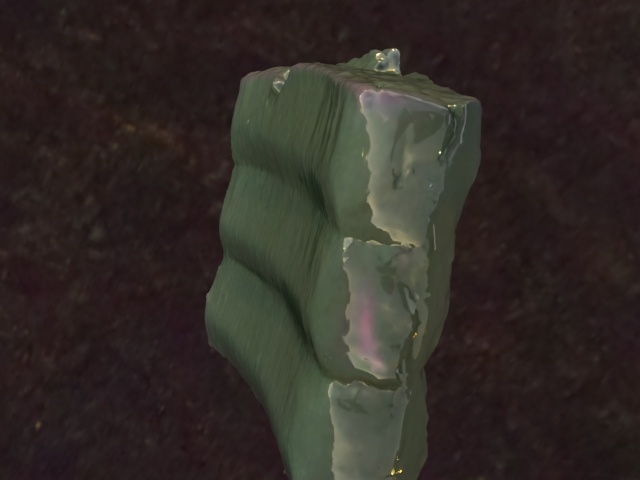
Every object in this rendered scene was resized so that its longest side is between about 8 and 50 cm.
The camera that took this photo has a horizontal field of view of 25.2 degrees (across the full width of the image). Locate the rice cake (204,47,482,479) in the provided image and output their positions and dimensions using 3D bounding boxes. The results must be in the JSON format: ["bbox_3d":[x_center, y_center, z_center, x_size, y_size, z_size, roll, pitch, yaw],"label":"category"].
[{"bbox_3d":[0.000,0.000,0.458,0.043,0.237,0.127,6,99,-12],"label":"rice cake"}]
